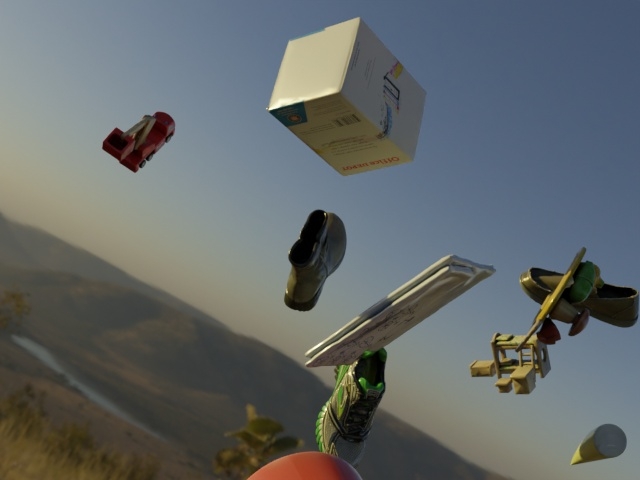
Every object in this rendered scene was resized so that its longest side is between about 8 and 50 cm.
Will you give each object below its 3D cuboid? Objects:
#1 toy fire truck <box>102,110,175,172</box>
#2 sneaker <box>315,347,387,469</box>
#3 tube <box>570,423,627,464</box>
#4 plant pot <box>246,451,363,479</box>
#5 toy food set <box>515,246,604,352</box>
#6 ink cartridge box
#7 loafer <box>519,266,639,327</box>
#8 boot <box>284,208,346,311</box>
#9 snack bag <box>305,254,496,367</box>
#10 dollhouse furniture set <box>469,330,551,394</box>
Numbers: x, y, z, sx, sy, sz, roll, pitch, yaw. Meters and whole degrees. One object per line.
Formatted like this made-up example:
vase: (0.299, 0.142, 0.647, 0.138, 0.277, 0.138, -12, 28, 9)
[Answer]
toy fire truck: (-0.359, -0.208, 1.758, 0.047, 0.192, 0.135, 34, -33, 6)
sneaker: (0.084, 0.413, 2.208, 0.134, 0.343, 0.146, 16, -17, -21)
tube: (0.530, 0.393, 1.689, 0.070, 0.062, 0.240, -7, -17, 4)
plant pot: (0.004, 0.512, 1.389, 0.275, 0.275, 0.243, 34, 2, -29)
toy food set: (0.403, 0.110, 1.425, 0.071, 0.218, 0.128, 33, -33, 12)
ink cartridge box: (0.056, -0.255, 1.609, 0.171, 0.168, 0.233, -8, -33, 38)
loafer: (0.538, 0.098, 1.807, 0.251, 0.094, 0.087, 16, -54, 7)
boot: (0.000, 0.000, 1.612, 0.084, 0.246, 0.161, 16, -42, 7)
snack bag: (0.160, 0.137, 1.628, 0.037, 0.323, 0.342, 58, 17, 17)
dollhouse furniture set: (0.399, 0.272, 1.970, 0.182, 0.101, 0.161, -7, 9, 33)
